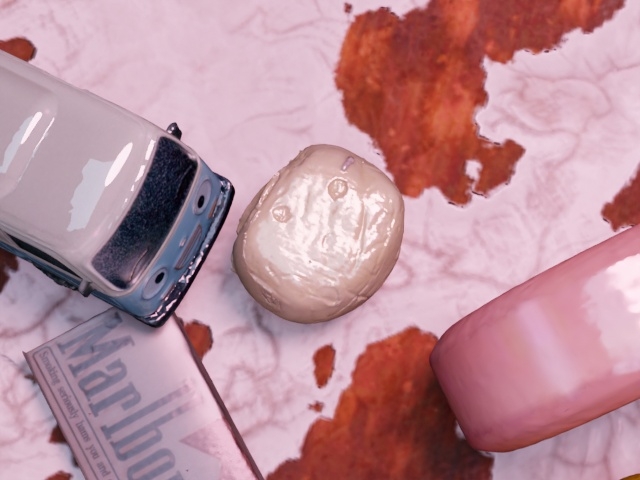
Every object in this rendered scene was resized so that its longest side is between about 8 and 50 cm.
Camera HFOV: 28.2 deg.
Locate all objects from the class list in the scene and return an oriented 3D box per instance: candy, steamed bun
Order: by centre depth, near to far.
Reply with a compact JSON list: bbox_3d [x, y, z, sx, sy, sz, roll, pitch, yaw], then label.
[{"bbox_3d":[0.200,0.054,0.852,0.255,0.255,0.094,-26,80,-5],"label":"candy"},{"bbox_3d":[0.000,0.000,0.936,0.112,0.091,0.130,34,82,3],"label":"steamed bun"}]

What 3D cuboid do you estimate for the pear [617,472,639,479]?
[{"bbox_3d":[0.230,0.312,0.793,0.285,0.285,0.336,-3,77,-1],"label":"pear"}]

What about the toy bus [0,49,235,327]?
[{"bbox_3d":[-0.212,-0.058,0.894,0.271,0.165,0.133,25,80,13],"label":"toy bus"}]

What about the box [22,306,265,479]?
[{"bbox_3d":[-0.129,0.133,0.938,0.115,0.036,0.177,-29,81,-6],"label":"box"}]
